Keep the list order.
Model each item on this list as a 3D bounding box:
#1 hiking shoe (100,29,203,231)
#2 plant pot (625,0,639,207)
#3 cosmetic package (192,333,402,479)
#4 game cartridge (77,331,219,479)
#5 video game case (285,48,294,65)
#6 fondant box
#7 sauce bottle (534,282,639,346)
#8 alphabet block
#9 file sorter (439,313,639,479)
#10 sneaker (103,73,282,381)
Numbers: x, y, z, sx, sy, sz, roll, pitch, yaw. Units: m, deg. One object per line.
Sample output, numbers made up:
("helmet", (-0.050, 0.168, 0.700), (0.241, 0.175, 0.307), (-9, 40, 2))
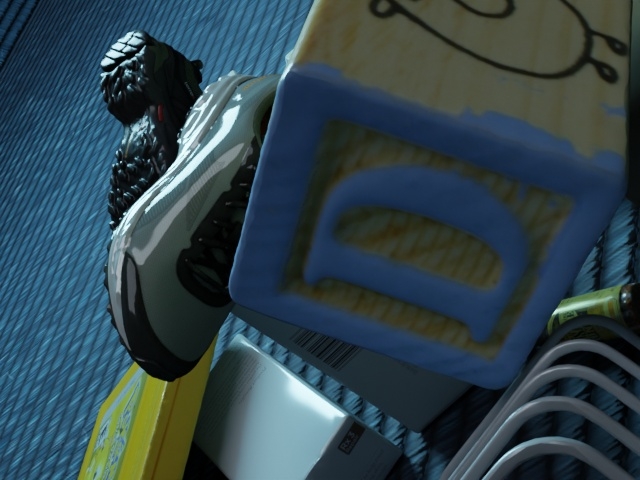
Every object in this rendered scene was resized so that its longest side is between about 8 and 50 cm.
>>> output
("hiking shoe", (-0.117, -0.067, 0.881), (0.086, 0.114, 0.227), (-17, 74, 40))
("plant pot", (0.305, -0.166, 0.739), (0.280, 0.323, 0.323), (-53, 28, 26))
("cosmetic package", (-0.037, 0.186, 0.978), (0.117, 0.085, 0.231), (-55, 34, -4))
("game cartridge", (-0.198, 0.230, 1.054), (0.323, 0.053, 0.285), (128, 159, -48))
("video game case", (0.050, -0.265, 1.385), (0.227, 0.026, 0.206), (-38, 34, 19))
("fondant box", (0.000, 0.000, 0.974), (0.096, 0.238, 0.330), (-44, 32, 14))
("sauce bottle", (0.205, 0.067, 0.836), (0.128, 0.042, 0.042), (-23, 41, 40))
("alphabet block", (0.069, -0.059, 0.639), (0.197, 0.192, 0.193), (-73, 3, -45))
("file sorter", (0.140, 0.171, 0.525), (0.193, 0.173, 0.278), (-56, -11, 16))
("sneaker", (-0.073, -0.023, 0.771), (0.108, 0.100, 0.271), (-6, 53, 43))
